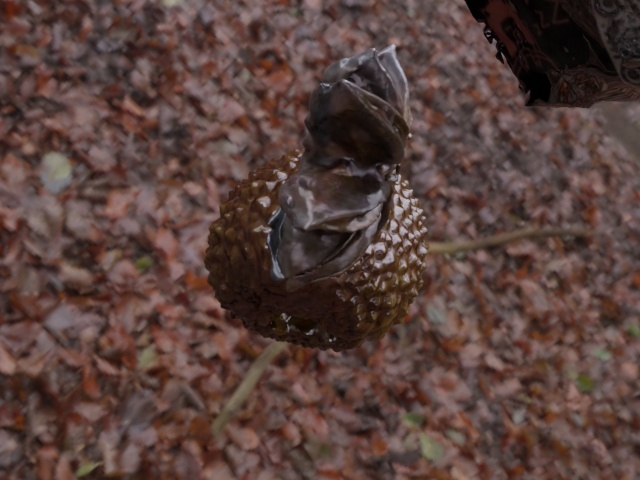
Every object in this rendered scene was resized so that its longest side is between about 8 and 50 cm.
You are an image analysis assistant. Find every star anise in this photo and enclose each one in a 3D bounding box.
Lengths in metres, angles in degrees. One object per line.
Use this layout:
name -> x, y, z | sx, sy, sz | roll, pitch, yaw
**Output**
star anise -> 0.021, -0.064, 0.784 | 0.093, 0.229, 0.236 | 15, 46, 3

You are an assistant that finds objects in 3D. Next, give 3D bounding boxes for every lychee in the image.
lychee -> 0.000, 0.000, 1.193 | 0.267, 0.267, 0.267 | 33, 35, -27

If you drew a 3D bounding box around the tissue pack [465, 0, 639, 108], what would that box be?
tissue pack -> 0.145, -0.232, 0.564 | 0.332, 0.123, 0.245 | 55, -16, -22
